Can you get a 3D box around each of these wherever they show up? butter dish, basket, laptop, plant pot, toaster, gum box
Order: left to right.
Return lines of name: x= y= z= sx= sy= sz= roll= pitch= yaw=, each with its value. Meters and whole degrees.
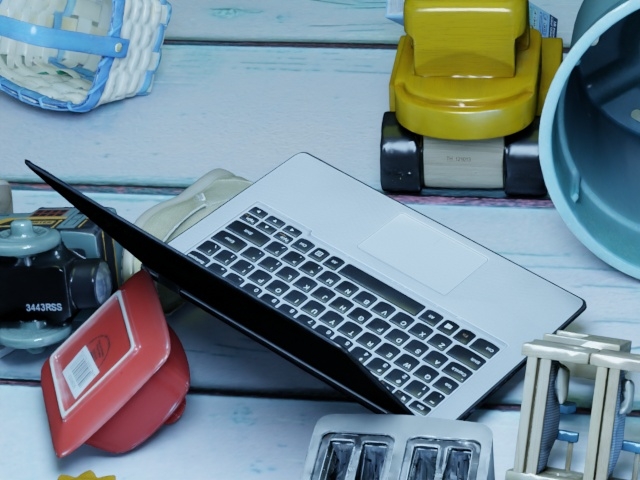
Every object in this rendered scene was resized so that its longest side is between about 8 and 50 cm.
basket: x=-0.345 y=-0.269 z=2.398 sx=0.254 sy=0.201 sz=0.289 roll=22 pitch=8 yaw=37
butter dish: x=-0.179 y=0.137 z=1.838 sx=0.160 sy=0.118 sz=0.160 roll=-43 pitch=33 yaw=12
laptop: x=0.000 y=0.000 z=1.826 sx=0.382 sy=0.236 sz=0.408 roll=30 pitch=47 yaw=28
toaster: x=0.069 y=0.237 z=1.646 sx=0.168 sy=0.110 sz=0.186 roll=4 pitch=32 yaw=10
gum box: x=0.194 y=-0.284 z=2.438 sx=0.157 sy=0.041 sz=0.184 roll=1 pitch=-7 yaw=30
plant pot: x=0.408 y=-0.167 z=2.107 sx=0.341 sy=0.341 sz=0.334 roll=0 pitch=23 yaw=5

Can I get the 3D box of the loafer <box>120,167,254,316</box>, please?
loafer: x=-0.127 y=-0.002 z=2.066 sx=0.092 sy=0.102 sz=0.268 roll=5 pitch=31 yaw=24

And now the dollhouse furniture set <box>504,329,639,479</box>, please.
dollhouse furniture set: x=0.260 y=0.161 z=1.779 sx=0.129 sy=0.129 sz=0.183 roll=8 pitch=3 yaw=17

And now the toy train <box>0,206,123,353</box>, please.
toy train: x=-0.361 y=0.035 z=1.991 sx=0.334 sy=0.142 sz=0.190 roll=-2 pitch=16 yaw=15

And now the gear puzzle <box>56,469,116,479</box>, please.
gear puzzle: x=-0.257 y=0.302 z=1.642 sx=0.175 sy=0.044 sz=0.339 roll=3 pitch=29 yaw=13

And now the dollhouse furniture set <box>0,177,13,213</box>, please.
dollhouse furniture set: x=-0.490 y=-0.106 z=2.130 sx=0.242 sy=0.161 sz=0.212 roll=-23 pitch=67 yaw=-18

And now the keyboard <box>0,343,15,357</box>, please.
keyboard: x=-0.275 y=0.058 z=2.064 sx=0.072 sy=0.014 sz=0.256 roll=24 pitch=40 yaw=37

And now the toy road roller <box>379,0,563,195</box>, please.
toy road roller: x=0.180 y=-0.210 z=2.246 sx=0.202 sy=0.241 sz=0.329 roll=2 pitch=32 yaw=8
